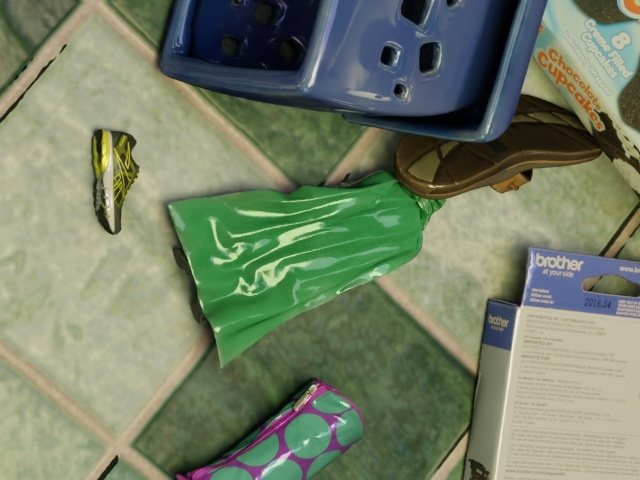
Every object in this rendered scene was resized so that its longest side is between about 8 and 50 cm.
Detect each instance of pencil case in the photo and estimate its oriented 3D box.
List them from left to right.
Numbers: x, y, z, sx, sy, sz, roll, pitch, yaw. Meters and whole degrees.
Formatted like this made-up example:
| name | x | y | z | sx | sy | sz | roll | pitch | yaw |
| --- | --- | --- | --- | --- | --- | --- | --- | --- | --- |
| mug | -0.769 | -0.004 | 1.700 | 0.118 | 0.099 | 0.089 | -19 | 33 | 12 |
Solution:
| name | x | y | z | sx | sy | sz | roll | pitch | yaw |
| --- | --- | --- | --- | --- | --- | --- | --- | --- | --- |
| pencil case | -0.040 | 0.175 | 1.433 | 0.152 | 0.064 | 0.070 | -36 | 124 | -18 |

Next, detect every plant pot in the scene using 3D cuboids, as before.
| name | x | y | z | sx | sy | sz | roll | pitch | yaw |
| --- | --- | --- | --- | --- | --- | --- | --- | --- | --- |
| plant pot | 0.042 | -0.200 | 1.352 | 0.212 | 0.236 | 0.236 | 16 | 89 | -31 |

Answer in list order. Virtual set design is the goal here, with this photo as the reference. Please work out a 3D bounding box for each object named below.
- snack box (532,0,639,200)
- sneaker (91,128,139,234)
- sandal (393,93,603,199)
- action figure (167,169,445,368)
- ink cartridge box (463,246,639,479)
| name | x | y | z | sx | sy | sz | roll | pitch | yaw |
| --- | --- | --- | --- | --- | --- | --- | --- | --- | --- |
| snack box | 0.319 | -0.129 | 1.502 | 0.187 | 0.060 | 0.322 | -32 | 81 | -19 |
| sneaker | -0.157 | -0.046 | 1.379 | 0.035 | 0.031 | 0.083 | -5 | 97 | -24 |
| sandal | 0.147 | -0.067 | 1.487 | 0.219 | 0.090 | 0.060 | -22 | 145 | -37 |
| action figure | 0.000 | 0.000 | 1.437 | 0.232 | 0.063 | 0.137 | -19 | 100 | -18 |
| ink cartridge box | 0.223 | 0.165 | 1.554 | 0.186 | 0.065 | 0.311 | 7 | 94 | -25 |
